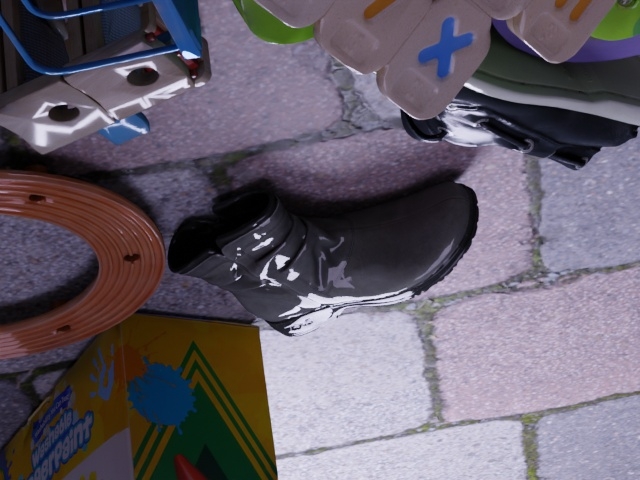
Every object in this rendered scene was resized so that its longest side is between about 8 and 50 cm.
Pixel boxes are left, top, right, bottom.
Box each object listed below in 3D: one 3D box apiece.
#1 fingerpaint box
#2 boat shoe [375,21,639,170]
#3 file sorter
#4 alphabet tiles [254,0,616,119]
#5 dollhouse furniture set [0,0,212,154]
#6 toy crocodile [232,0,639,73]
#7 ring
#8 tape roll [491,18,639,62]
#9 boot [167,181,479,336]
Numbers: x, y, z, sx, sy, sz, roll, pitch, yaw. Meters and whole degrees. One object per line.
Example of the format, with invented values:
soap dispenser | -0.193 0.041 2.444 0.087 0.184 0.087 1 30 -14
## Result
fingerpaint box | -0.196 0.335 1.893 0.163 0.371 0.445 7 147 -28
boat shoe | 0.108 -0.117 1.407 0.340 0.127 0.113 6 138 -44
file sorter | -0.139 -0.200 1.135 0.104 0.170 0.118 -10 152 9
alphabet tiles | 0.089 -0.206 0.998 0.284 0.021 0.278 31 98 -44
dollhouse furniture set | -0.126 -0.124 1.319 0.129 0.129 0.183 -21 149 21
toy crocodile | 0.104 -0.182 1.141 0.340 0.115 0.105 -10 140 -6
ring | -0.300 0.021 1.642 0.336 0.032 0.336 -7 153 -3
tape roll | 0.201 -0.207 1.316 0.189 0.080 0.189 -8 152 -4
boot | 0.000 0.000 1.647 0.246 0.083 0.161 -27 141 28
